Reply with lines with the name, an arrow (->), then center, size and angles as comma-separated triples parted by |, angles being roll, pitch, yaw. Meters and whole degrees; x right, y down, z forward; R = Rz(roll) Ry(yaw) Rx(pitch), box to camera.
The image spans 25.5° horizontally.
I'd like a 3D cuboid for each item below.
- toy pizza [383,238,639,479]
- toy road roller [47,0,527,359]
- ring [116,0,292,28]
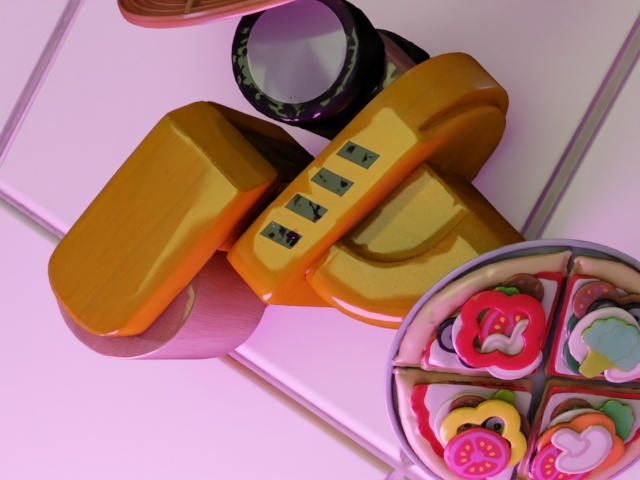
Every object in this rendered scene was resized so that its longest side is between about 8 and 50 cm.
toy pizza -> 0.141, 0.092, 0.906 | 0.201, 0.201, 0.032 | -43, 22, 15
toy road roller -> 0.000, 0.000, 0.995 | 0.329, 0.202, 0.240 | -46, 72, 12
ring -> 0.005, -0.243, 1.003 | 0.337, 0.336, 0.032 | -11, 118, 28
